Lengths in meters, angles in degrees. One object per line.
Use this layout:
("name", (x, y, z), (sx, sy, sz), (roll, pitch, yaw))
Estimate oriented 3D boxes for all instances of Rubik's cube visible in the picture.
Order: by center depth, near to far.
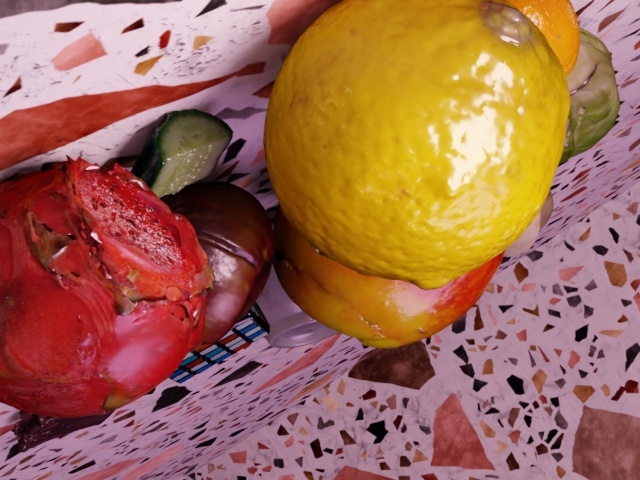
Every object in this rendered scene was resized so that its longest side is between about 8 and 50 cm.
("Rubik's cube", (-0.205, 0.098, 1.728), (0.184, 0.187, 0.182), (-31, 166, -3))

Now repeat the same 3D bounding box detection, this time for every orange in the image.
("orange", (0.252, -0.258, 1.452), (0.193, 0.161, 0.193), (-25, 169, -5))

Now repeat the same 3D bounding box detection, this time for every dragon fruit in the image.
("dragon fruit", (-0.280, 0.055, 1.255), (0.301, 0.296, 0.295), (-22, 172, 35))

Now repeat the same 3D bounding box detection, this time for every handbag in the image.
("handbag", (-0.494, 0.329, 2.191), (0.216, 0.074, 0.203), (-14, 159, -42))

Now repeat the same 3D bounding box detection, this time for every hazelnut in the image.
("hazelnut", (-0.174, 0.019, 1.530), (0.229, 0.229, 0.229), (-28, 166, -8))

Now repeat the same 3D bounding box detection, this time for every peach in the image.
("peach", (0.109, -0.024, 1.661), (0.370, 0.370, 0.370), (-28, 166, -8))

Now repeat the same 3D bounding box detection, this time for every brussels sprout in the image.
("brussels sprout", (0.343, -0.221, 1.675), (0.244, 0.244, 0.244), (-28, 166, -8))

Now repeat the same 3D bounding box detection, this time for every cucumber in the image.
("cucumber", (-0.178, -0.104, 1.339), (0.116, 0.062, 0.115), (-28, 169, -37))

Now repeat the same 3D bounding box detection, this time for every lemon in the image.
("lemon", (0.115, -0.131, 1.267), (0.349, 0.350, 0.387), (-15, 157, -44))

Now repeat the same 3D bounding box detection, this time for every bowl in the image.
("bowl", (-0.041, 0.093, 1.949), (0.345, 0.157, 0.345), (-15, 159, -6))

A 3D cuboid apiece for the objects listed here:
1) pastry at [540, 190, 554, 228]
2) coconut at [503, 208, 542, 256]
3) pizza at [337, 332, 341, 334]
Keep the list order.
("pastry", (0.444, -0.094, 2.416), (0.156, 0.156, 0.092), (-13, 154, -48))
("coconut", (0.309, -0.069, 2.060), (0.241, 0.241, 0.241), (-28, 166, -8))
("pizza", (0.124, 0.080, 2.329), (0.435, 0.080, 0.392), (-40, 180, 31))
